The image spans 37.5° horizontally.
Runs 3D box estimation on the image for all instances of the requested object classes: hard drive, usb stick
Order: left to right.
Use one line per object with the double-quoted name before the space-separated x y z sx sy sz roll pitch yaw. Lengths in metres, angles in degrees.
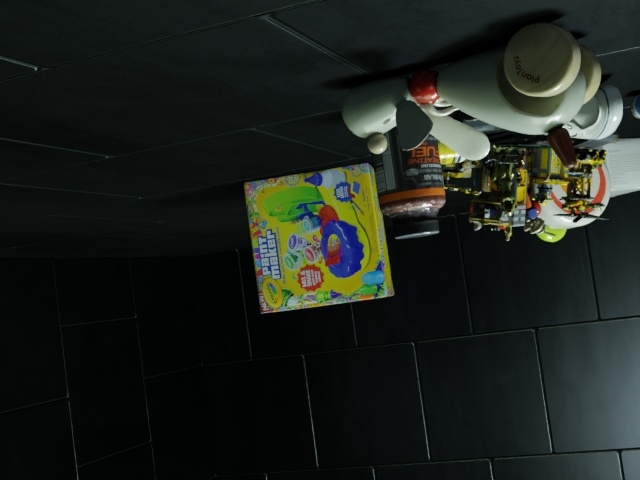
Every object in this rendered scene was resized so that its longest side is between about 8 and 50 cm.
"hard drive" 0.274 -0.202 1.586 0.094 0.022 0.135 -7 177 -2
"usb stick" 0.468 -0.204 1.793 0.278 0.045 0.077 -4 175 -44

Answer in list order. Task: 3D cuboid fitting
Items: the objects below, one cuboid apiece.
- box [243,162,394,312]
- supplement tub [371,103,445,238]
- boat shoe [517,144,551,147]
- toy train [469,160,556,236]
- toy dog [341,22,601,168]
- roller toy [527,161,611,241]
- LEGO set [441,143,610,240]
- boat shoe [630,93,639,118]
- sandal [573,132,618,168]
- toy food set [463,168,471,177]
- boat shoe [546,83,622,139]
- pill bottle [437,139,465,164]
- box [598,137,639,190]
"box" 0.000 0.000 2.088 0.279 0.290 0.177 -9 176 9
"supplement tub" 0.136 -0.104 1.455 0.106 0.198 0.106 -8 177 0
"boat shoe" 0.464 -0.193 1.940 0.040 0.049 0.142 -6 174 -37
"toy train" 0.411 -0.103 1.987 0.105 0.143 0.248 -20 -158 -22
"toy dog" 0.195 -0.149 1.164 0.220 0.161 0.334 -5 175 -37
"roller toy" 0.534 -0.123 2.091 0.191 0.209 0.146 -32 -176 -16
"LEGO set" 0.373 -0.087 1.815 0.331 0.192 0.255 6 -172 31
"boat shoe" 0.615 -0.232 1.588 0.183 0.066 0.066 2 -178 3
"sandal" 0.537 -0.177 1.994 0.219 0.060 0.090 -18 -171 -21
"toy food set" 0.231 -0.166 2.038 0.192 0.038 0.132 0 171 6
"boat shoe" 0.403 -0.194 1.504 0.076 0.083 0.226 -8 177 -7
"pill bottle" 0.224 -0.169 1.682 0.116 0.065 0.065 -8 177 -8
"box" 0.679 -0.167 2.232 0.182 0.119 0.181 -6 176 -27
